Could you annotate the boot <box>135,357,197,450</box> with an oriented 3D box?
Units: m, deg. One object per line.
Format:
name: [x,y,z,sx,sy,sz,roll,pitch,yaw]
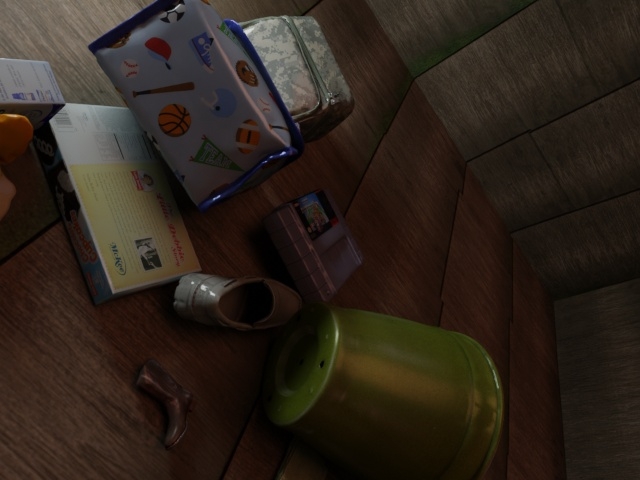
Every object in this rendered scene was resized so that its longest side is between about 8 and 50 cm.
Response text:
boot: [-0.250,0.250,0.800,0.114,0.037,0.106,53,22,-23]

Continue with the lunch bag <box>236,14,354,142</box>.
lunch bag: [-0.098,-0.383,1.270,0.256,0.213,0.305,-21,86,-40]

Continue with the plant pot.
plant pot: [0.091,0.291,1.005,0.353,0.366,0.366,28,47,-26]

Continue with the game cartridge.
game cartridge: [0.000,0.000,1.223,0.230,0.068,0.355,66,22,-6]

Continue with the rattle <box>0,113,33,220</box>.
rattle: [-0.452,-0.058,0.637,0.199,0.143,0.130,-65,141,-56]

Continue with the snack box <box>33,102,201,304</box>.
snack box: [-0.336,-0.070,0.863,0.187,0.060,0.321,-15,82,-57]

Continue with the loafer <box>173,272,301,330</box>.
loafer: [-0.124,0.120,0.955,0.319,0.112,0.112,12,87,-57]

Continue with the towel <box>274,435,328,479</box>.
towel: [-0.040,0.451,0.970,0.110,0.027,0.148,54,34,-18]

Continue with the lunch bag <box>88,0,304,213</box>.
lunch bag: [-0.195,-0.252,0.991,0.327,0.239,0.385,59,2,-7]

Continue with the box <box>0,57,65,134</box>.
box: [-0.457,-0.191,0.718,0.137,0.126,0.072,-22,90,-56]
